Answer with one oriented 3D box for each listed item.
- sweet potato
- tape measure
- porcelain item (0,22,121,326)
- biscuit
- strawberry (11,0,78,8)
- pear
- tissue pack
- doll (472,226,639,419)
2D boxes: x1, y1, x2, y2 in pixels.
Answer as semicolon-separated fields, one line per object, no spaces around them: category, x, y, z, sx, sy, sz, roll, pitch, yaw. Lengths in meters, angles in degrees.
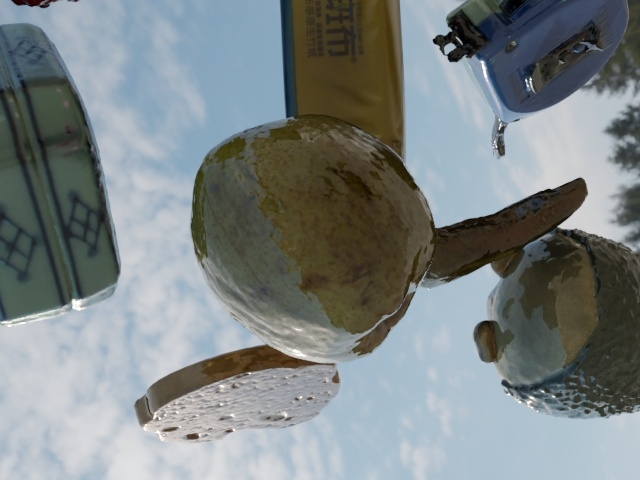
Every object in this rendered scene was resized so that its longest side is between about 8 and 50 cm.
sweet potato;0.190;-0.006;0.980;0.081;0.232;0.062;118;130;-78
tape measure;0.287;-0.219;1.127;0.098;0.215;0.351;58;-172;27
porcelain item;-0.326;-0.074;0.967;0.286;0.157;0.282;-130;28;-50
biscuit;-0.119;0.234;1.342;0.351;0.311;0.057;71;-176;-65
strawberry;-0.263;-0.311;0.850;0.234;0.178;0.234;43;-167;-12
pear;0.000;0.000;0.773;0.211;0.188;0.228;54;-149;15
tissue pack;0.031;-0.183;1.031;0.192;0.133;0.271;-39;-54;-81
doll;0.361;0.115;1.146;0.349;0.247;0.248;13;-116;-31
